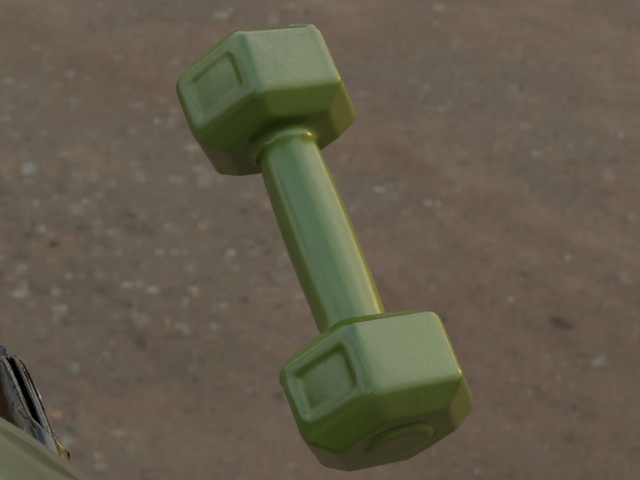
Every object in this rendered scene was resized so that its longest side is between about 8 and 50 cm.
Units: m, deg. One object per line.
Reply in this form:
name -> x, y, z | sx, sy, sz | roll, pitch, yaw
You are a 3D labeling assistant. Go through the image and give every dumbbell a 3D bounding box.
dumbbell -> 0.000, 0.000, 1.111 | 0.108, 0.121, 0.302 | 13, 47, -49

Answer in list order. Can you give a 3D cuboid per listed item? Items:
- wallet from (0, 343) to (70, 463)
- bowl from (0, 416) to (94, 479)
wallet -> -0.164, 0.181, 0.972 | 0.031, 0.122, 0.232 | 7, 42, -42
bowl -> -0.190, 0.141, 0.354 | 0.354, 0.185, 0.354 | -34, 19, 14
